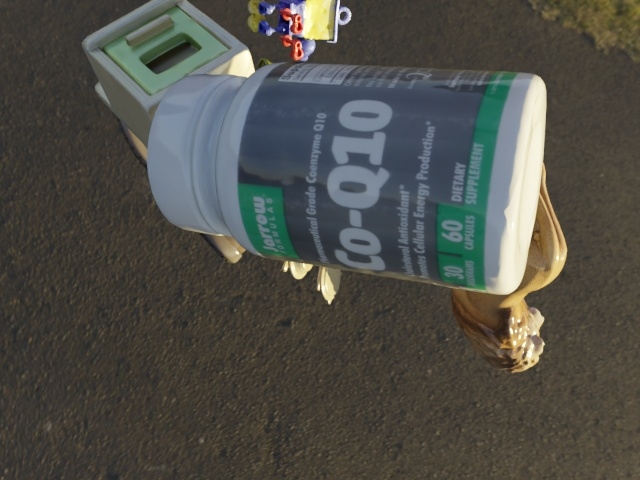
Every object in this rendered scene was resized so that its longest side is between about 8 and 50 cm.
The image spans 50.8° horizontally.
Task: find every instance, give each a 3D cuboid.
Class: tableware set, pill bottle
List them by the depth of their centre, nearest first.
[{"bbox_3d":[0.026,-0.072,0.674,0.361,0.204,0.204,8,50,23],"label":"pill bottle"},{"bbox_3d":[0.000,0.000,0.920,0.020,0.169,0.141,3,67,26],"label":"tableware set"}]

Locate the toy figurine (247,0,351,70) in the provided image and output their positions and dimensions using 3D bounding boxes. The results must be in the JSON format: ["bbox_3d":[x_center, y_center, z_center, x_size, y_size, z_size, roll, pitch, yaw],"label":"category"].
[{"bbox_3d":[-0.016,-0.440,1.433,0.217,0.362,0.191,-16,33,-31],"label":"toy figurine"}]

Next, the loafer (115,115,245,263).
[{"bbox_3d":[-0.238,-0.131,1.251,0.130,0.134,0.366,-40,104,-9],"label":"loafer"}]

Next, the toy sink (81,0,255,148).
[{"bbox_3d":[-0.210,-0.229,0.903,0.153,0.131,0.234,-35,57,-17],"label":"toy sink"}]

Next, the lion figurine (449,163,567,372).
[{"bbox_3d":[0.258,0.039,0.946,0.142,0.392,0.240,-21,67,-4],"label":"lion figurine"}]
